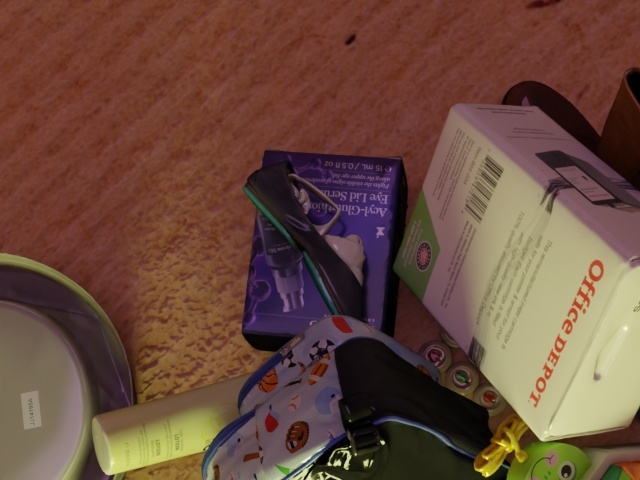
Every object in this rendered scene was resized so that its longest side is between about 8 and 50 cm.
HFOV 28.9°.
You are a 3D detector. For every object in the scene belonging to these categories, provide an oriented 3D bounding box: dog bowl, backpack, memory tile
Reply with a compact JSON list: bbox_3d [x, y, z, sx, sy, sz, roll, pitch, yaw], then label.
[{"bbox_3d":[-0.357,0.192,1.344,0.348,0.102,0.349,-2,76,8],"label":"dog bowl"},{"bbox_3d":[0.017,0.218,1.197,0.263,0.276,0.213,-42,38,17],"label":"backpack"},{"bbox_3d":[0.187,0.105,1.331,0.113,0.012,0.148,38,83,16],"label":"memory tile"}]

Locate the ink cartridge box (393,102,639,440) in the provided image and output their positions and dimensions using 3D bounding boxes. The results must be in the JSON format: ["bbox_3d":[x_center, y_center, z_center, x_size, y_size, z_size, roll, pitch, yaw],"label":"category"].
[{"bbox_3d":[0.205,0.022,1.157,0.273,0.114,0.198,50,131,44],"label":"ink cartridge box"}]

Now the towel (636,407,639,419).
[{"bbox_3d":[0.345,0.125,1.293,0.067,0.029,0.119,-15,74,4],"label":"towel"}]

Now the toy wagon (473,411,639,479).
[{"bbox_3d":[0.272,0.298,1.145,0.267,0.068,0.344,-48,110,-19],"label":"toy wagon"}]

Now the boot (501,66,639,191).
[{"bbox_3d":[0.271,-0.094,1.227,0.096,0.280,0.264,-20,73,-4],"label":"boot"}]

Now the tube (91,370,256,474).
[{"bbox_3d":[-0.111,0.179,1.271,0.240,0.070,0.062,-11,70,-25],"label":"tube"}]

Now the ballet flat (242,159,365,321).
[{"bbox_3d":[0.000,0.000,1.246,0.074,0.074,0.203,-35,71,-2],"label":"ballet flat"}]

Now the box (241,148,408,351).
[{"bbox_3d":[0.009,0.018,1.331,0.153,0.108,0.207,3,76,9],"label":"box"}]
